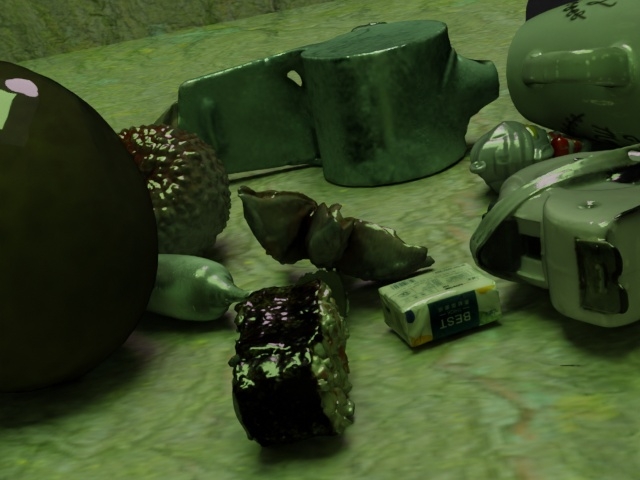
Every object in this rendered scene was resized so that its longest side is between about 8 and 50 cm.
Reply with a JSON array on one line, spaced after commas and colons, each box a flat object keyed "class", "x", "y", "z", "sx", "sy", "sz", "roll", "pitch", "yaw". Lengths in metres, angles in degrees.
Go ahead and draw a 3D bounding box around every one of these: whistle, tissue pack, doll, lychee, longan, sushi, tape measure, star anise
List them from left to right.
[{"class": "longan", "x": -0.279, "y": -0.005, "z": 0.871, "sx": 0.300, "sy": 0.300, "sz": 0.243, "roll": 5, "pitch": 4, "yaw": 38}, {"class": "lychee", "x": -0.178, "y": -0.045, "z": 1.062, "sx": 0.165, "sy": 0.165, "sz": 0.197, "roll": -4, "pitch": -13, "yaw": 19}, {"class": "sushi", "x": -0.017, "y": 0.086, "z": 0.730, "sx": 0.078, "sy": 0.090, "sz": 0.150, "roll": -13, "pitch": 21, "yaw": 7}, {"class": "whistle", "x": 0.017, "y": -0.177, "z": 1.307, "sx": 0.405, "sy": 0.168, "sz": 0.188, "roll": 0, "pitch": 24, "yaw": 29}, {"class": "star anise", "x": 0.016, "y": 0.005, "z": 0.911, "sx": 0.172, "sy": 0.063, "sz": 0.208, "roll": 16, "pitch": -6, "yaw": 8}, {"class": "tissue pack", "x": 0.098, "y": 0.052, "z": 0.824, "sx": 0.083, "sy": 0.042, "sz": 0.062, "roll": -17, "pitch": 19, "yaw": -14}, {"class": "doll", "x": 0.228, "y": -0.096, "z": 1.119, "sx": 0.180, "sy": 0.079, "sz": 0.094, "roll": -12, "pitch": 16, "yaw": -37}, {"class": "tape measure", "x": 0.238, "y": -0.016, "z": 0.828, "sx": 0.236, "sy": 0.120, "sz": 0.197, "roll": -20, "pitch": 19, "yaw": -34}]

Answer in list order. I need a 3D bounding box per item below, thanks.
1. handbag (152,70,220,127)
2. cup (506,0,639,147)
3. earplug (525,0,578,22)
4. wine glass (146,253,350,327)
[{"class": "handbag", "x": -0.137, "y": -0.205, "z": 1.561, "sx": 0.183, "sy": 0.117, "sz": 0.270, "roll": 2, "pitch": 22, "yaw": 14}, {"class": "cup", "x": 0.316, "y": -0.194, "z": 1.129, "sx": 0.258, "sy": 0.186, "sz": 0.234, "roll": -7, "pitch": 11, "yaw": -42}, {"class": "earplug", "x": 0.513, "y": -0.328, "z": 1.403, "sx": 0.456, "sy": 0.215, "sz": 0.215, "roll": -21, "pitch": 22, "yaw": -32}, {"class": "wine glass", "x": -0.096, "y": 0.048, "z": 0.915, "sx": 0.262, "sy": 0.074, "sz": 0.074, "roll": 6, "pitch": 26, "yaw": 43}]
